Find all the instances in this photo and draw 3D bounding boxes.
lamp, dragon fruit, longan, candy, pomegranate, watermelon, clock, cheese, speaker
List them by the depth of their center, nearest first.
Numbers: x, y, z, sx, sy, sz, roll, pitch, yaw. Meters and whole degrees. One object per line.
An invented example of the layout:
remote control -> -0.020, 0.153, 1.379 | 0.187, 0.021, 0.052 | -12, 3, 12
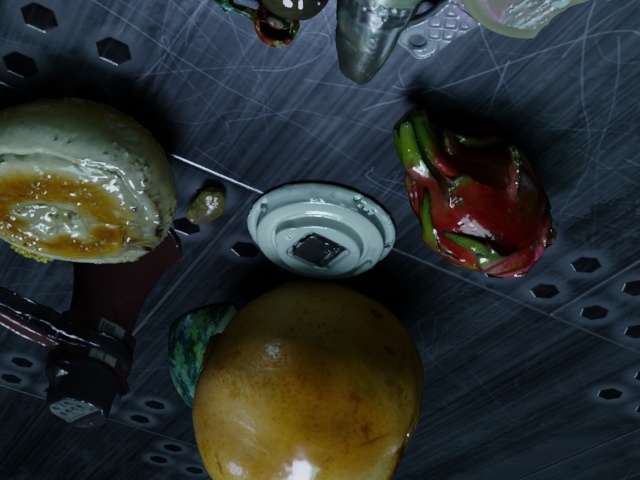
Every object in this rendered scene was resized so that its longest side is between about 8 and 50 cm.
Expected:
longan -> -0.024, -0.290, 1.013 | 0.092, 0.113, 0.113 | -10, 158, -36
cheese -> 0.199, -0.276, 1.017 | 0.163, 0.082, 0.286 | 33, 141, -28
lamp -> 0.067, -0.272, 1.018 | 0.101, 0.101, 0.250 | 12, 133, -6
candy -> -0.112, -0.281, 1.108 | 0.185, 0.049, 0.055 | 21, 113, -4
dragon fruit -> 0.209, -0.069, 1.246 | 0.198, 0.200, 0.269 | -23, 95, 44
speaker -> -0.362, 0.094, 1.450 | 0.198, 0.329, 0.259 | -7, 136, 20
clock -> 0.000, 0.000, 1.465 | 0.237, 0.053, 0.236 | 5, 146, 3
pomegranate -> -0.029, 0.262, 1.548 | 0.417, 0.416, 0.416 | 5, 145, 4
watermelon -> -0.183, 0.226, 1.739 | 0.202, 0.207, 0.136 | -6, 173, -7

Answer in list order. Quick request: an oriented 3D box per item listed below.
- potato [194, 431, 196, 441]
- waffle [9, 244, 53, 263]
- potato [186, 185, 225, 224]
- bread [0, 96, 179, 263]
potato -> -0.124, 0.419, 2.007 | 0.296, 0.141, 0.191 | 3, 161, 5
waffle -> -0.491, 0.012, 1.606 | 0.085, 0.016, 0.078 | 16, 144, -11
potato -> -0.173, -0.051, 1.432 | 0.046, 0.045, 0.092 | 50, 136, 4
bread -> -0.346, -0.087, 1.317 | 0.306, 0.158, 0.305 | 6, 142, 5
